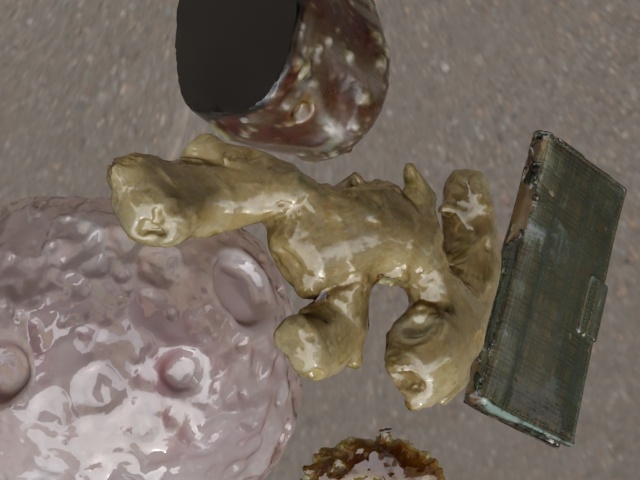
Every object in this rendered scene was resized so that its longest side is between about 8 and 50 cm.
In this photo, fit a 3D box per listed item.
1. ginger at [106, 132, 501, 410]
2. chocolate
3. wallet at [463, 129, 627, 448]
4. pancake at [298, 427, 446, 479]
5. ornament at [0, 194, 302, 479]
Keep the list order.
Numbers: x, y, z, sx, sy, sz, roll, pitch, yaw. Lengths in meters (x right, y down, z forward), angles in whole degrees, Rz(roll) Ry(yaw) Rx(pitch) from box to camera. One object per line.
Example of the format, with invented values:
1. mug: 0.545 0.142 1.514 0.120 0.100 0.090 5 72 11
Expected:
1. ginger: 0.003 0.015 0.853 0.258 0.149 0.065 10 152 -35
2. chocolate: -0.029 -0.238 1.923 0.210 0.340 0.225 26 128 -36
3. wallet: 0.250 0.055 1.731 0.169 0.044 0.317 29 69 -38
4. pancake: 0.011 0.235 0.917 0.257 0.212 0.056 -35 154 -10
5. ornament: -0.138 0.090 1.046 0.259 0.259 0.225 3 83 -3
